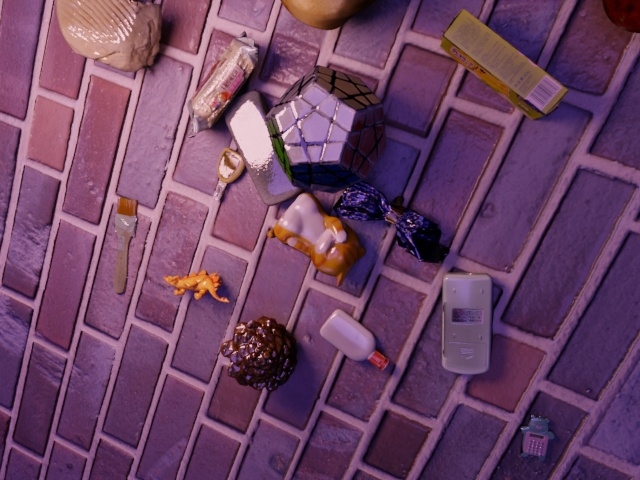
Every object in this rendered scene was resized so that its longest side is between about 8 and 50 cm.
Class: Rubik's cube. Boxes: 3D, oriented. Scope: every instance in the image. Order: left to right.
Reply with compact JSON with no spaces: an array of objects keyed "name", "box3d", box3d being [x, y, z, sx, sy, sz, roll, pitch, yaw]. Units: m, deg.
[{"name":"Rubik's cube","box3d":[0.013,-0.278,1.068,0.318,0.319,0.264,-2,73,13]}]

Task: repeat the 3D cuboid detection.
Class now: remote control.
[{"name":"remote control","box3d":[0.416,0.237,1.177,0.140,0.056,0.297,0,101,14]}]

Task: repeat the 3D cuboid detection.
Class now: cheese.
[{"name":"cheese","box3d":[-0.289,-0.197,1.267,0.086,0.036,0.163,30,104,7]}]

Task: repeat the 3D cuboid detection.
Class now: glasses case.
[{"name":"glasses case","box3d":[-0.165,-0.263,1.209,0.131,0.074,0.323,-24,94,14]}]

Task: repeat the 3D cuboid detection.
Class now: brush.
[{"name":"brush","box3d":[-0.664,0.023,1.395,0.085,0.020,0.337,12,102,10]}]

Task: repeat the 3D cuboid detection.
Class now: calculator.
[{"name":"calculator","box3d":[0.629,0.575,1.208,0.094,0.019,0.141,7,101,14]}]

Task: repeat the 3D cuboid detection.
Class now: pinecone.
[{"name":"pinecone","box3d":[-0.177,0.339,1.252,0.202,0.201,0.229,-28,96,11]}]

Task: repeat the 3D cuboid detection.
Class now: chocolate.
[{"name":"chocolate","box3d":[0.212,-0.058,1.145,0.343,0.126,0.148,29,63,2]}]

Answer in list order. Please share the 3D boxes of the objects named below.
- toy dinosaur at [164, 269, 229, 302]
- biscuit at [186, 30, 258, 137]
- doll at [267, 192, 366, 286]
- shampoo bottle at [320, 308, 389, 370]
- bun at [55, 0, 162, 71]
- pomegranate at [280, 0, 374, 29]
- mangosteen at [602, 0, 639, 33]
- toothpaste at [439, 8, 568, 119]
[{"name":"toy dinosaur","box3d":[-0.373,0.136,1.304,0.288,0.117,0.071,8,115,27]},{"name":"biscuit","box3d":[-0.278,-0.432,1.160,0.079,0.186,0.309,34,106,-33]},{"name":"doll","box3d":[-0.008,-0.010,1.176,0.269,0.162,0.167,38,78,9]},{"name":"shampoo bottle","box3d":[0.109,0.309,1.259,0.221,0.051,0.108,38,103,4]},{"name":"bun","box3d":[-0.585,-0.616,1.177,0.281,0.205,0.282,0,94,-1]},{"name":"pomegranate","box3d":[0.013,-0.674,0.966,0.332,0.332,0.333,2,100,12]},{"name":"mangosteen","box3d":[0.755,-0.539,0.901,0.215,0.215,0.257,-40,109,16]},{"name":"toothpaste","box3d":[0.446,-0.428,1.027,0.327,0.110,0.077,40,107,3]}]
